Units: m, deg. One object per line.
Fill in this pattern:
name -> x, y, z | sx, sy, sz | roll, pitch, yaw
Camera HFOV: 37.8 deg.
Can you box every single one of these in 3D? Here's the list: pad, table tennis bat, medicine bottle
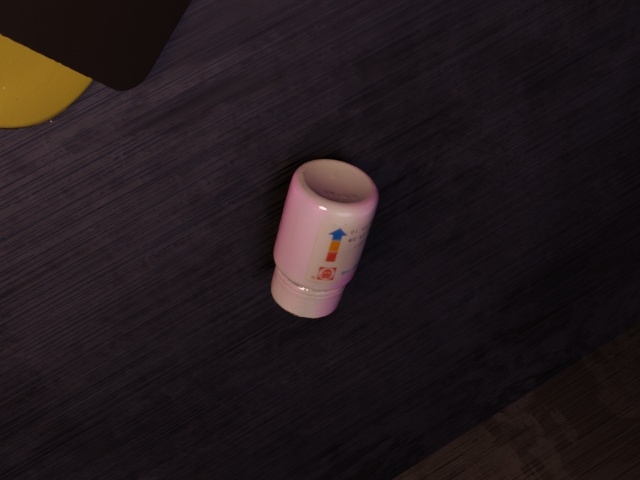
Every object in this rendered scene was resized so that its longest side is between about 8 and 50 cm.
pad -> -0.310, -0.310, 1.085 | 0.315, 0.063, 0.375 | -59, 149, 5
table tennis bat -> -0.409, -0.189, 1.153 | 0.368, 0.054, 0.224 | -50, 142, 10
medicine bottle -> 0.000, 0.000, 1.591 | 0.152, 0.152, 0.254 | -12, 137, -30
